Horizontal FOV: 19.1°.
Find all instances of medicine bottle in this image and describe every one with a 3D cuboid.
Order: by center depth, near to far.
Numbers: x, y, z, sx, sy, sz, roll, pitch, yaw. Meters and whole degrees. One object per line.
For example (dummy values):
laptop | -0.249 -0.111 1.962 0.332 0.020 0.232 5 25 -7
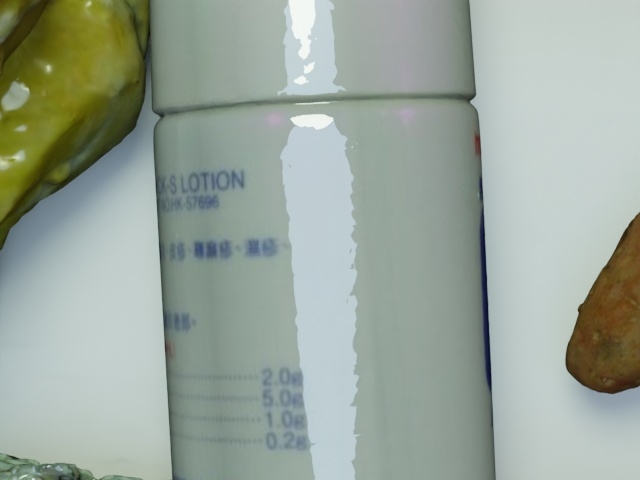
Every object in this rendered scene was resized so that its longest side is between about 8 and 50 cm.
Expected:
medicine bottle | 0.000 0.000 0.747 0.130 0.130 0.341 -4 91 1

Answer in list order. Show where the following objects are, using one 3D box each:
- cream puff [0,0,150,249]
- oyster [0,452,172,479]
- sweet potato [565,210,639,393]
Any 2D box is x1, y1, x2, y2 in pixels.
cream puff | -0.215 -0.097 0.689 0.291 0.257 0.324 40 92 -4
oyster | -0.208 0.122 0.772 0.252 0.087 0.199 -37 104 10
sweet potato | 0.198 -0.026 0.761 0.252 0.097 0.097 -42 91 0
